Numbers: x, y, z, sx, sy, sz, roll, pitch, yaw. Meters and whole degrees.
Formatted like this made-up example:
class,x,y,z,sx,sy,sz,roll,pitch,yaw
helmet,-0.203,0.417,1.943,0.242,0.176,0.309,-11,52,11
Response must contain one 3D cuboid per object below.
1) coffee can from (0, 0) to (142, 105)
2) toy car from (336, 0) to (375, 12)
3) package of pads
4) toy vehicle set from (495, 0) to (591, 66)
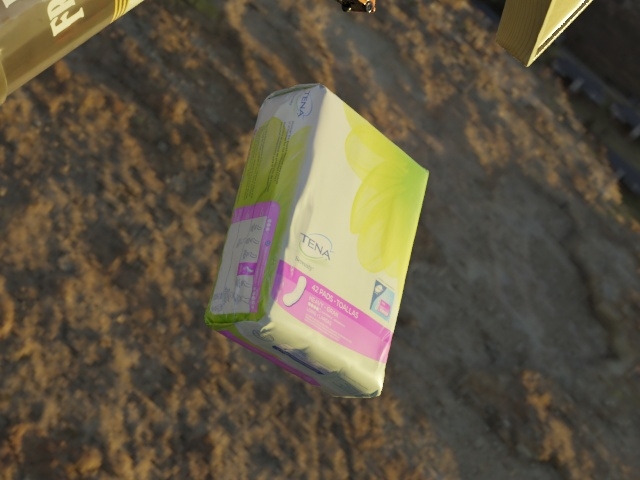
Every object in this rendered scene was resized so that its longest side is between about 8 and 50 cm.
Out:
class,x,y,z,sx,sy,sz,roll,pitch,yaw
coffee can,-0.197,-0.254,0.862,0.275,0.201,0.201,-41,82,-21
toy car,0.050,-0.249,1.129,0.060,0.040,0.122,20,-7,-31
package of pads,0.000,0.000,1.312,0.229,0.101,0.296,35,59,-42
toy vehicle set,0.241,-0.259,0.879,0.035,0.267,0.166,43,-7,9
